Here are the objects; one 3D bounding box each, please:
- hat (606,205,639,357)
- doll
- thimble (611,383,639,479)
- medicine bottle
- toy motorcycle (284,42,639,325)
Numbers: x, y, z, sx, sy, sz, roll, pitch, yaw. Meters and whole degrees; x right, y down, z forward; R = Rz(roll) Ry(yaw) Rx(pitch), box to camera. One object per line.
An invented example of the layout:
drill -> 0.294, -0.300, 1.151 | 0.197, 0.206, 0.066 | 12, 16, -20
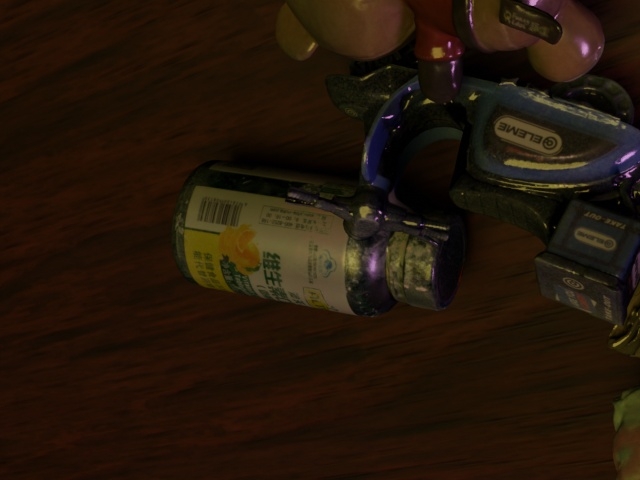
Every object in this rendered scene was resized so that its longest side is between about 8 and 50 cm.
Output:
hat -> 0.354, 0.035, 1.164 | 0.147, 0.085, 0.175 | -3, 89, 40
doll -> 0.096, -0.243, 1.074 | 0.330, 0.174, 0.235 | 18, 99, 35
thimble -> 0.371, 0.223, 1.167 | 0.149, 0.185, 0.211 | -14, 91, 30
medicine bottle -> 0.000, 0.000, 1.278 | 0.293, 0.141, 0.141 | 9, 117, 23
toy motorcycle -> 0.141, -0.069, 1.133 | 0.358, 0.212, 0.125 | 21, 160, 25
